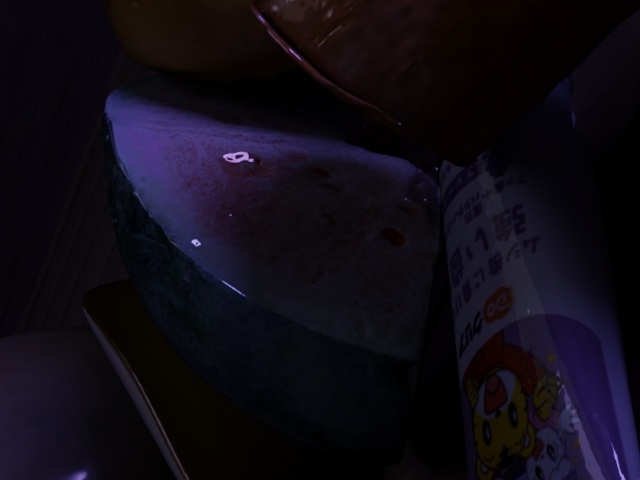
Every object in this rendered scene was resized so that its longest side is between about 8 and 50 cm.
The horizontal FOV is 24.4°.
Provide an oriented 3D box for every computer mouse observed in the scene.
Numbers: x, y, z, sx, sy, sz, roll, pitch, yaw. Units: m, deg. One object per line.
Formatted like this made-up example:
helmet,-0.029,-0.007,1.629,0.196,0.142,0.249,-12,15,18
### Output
computer mouse,-0.058,0.084,0.883,0.245,0.126,0.056,51,138,46

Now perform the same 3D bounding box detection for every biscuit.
biscuit,0.016,-0.172,0.840,0.296,0.296,0.102,-117,6,-70

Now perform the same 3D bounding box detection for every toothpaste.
toothpaste,0.092,0.039,0.635,0.114,0.073,0.299,-51,29,43

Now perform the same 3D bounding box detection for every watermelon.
watermelon,-0.029,0.011,0.816,0.322,0.188,0.175,-68,-14,-70

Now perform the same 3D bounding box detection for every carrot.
carrot,0.077,-0.166,0.576,0.254,0.196,0.196,-46,23,22

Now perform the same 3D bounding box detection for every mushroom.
mushroom,-0.184,0.225,0.993,0.362,0.362,0.294,-119,7,-71
